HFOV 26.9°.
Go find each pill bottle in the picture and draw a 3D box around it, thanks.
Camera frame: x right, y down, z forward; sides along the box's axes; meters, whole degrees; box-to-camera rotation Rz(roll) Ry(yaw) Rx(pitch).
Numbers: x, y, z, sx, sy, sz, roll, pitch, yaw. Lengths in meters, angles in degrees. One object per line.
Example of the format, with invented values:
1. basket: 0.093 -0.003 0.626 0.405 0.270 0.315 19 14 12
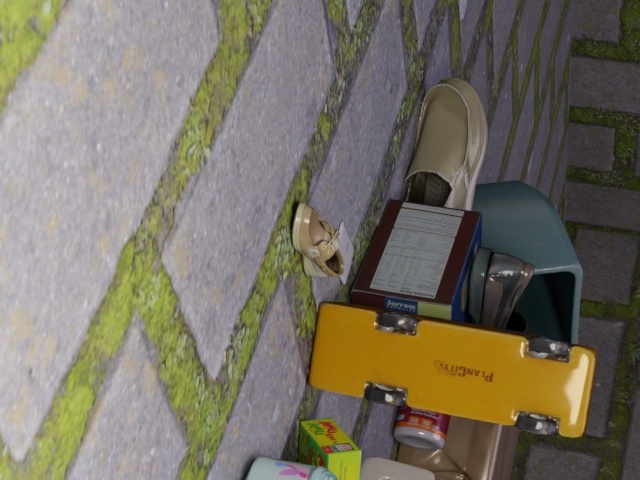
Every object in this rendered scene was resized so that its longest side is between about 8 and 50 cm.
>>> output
1. pill bottle: 0.175 0.259 2.186 0.086 0.086 0.152 68 33 -62

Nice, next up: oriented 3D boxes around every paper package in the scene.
1. paper package: 0.260 0.314 2.376 0.325 0.168 0.309 50 50 -71

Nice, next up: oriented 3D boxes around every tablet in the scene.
1. tablet: 0.029 0.016 1.671 0.083 0.006 0.054 66 35 -64

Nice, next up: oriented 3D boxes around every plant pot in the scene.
1. plant pot: 0.267 0.043 2.137 0.247 0.248 0.252 82 3 -47

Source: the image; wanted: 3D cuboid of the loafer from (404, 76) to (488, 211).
1. loafer: 0.179 -0.109 1.966 0.092 0.102 0.268 6 86 -54

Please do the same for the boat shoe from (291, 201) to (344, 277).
1. boat shoe: 0.000 0.000 1.480 0.135 0.045 0.050 68 34 -62

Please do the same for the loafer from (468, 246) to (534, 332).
1. loafer: 0.252 0.115 1.867 0.267 0.084 0.096 80 23 -51

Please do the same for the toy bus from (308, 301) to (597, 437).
1. toy bus: 0.156 0.150 1.585 0.130 0.333 0.108 12 87 -74

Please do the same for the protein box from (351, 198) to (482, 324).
1. protein box: 0.137 0.088 1.854 0.201 0.136 0.200 -65 158 -47

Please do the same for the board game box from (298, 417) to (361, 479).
1. board game box: 0.006 0.314 1.595 0.092 0.043 0.181 -141 -129 -61

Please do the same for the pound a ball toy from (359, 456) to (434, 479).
1. pound a ball toy: 0.045 0.463 1.737 0.319 0.136 0.208 -61 157 -51

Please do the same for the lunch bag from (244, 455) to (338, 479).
1. lunch bag: -0.046 0.379 1.406 0.224 0.108 0.279 71 32 -60
